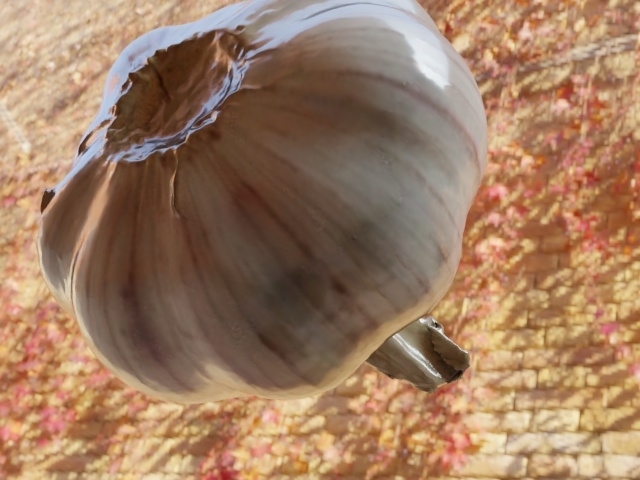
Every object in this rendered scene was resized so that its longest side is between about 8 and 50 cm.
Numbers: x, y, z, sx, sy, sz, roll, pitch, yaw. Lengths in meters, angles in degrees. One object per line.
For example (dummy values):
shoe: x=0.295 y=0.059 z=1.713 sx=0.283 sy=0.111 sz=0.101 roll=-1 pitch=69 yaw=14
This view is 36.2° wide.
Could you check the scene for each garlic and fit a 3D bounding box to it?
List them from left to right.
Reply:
garlic: x=0.000 y=0.000 z=0.529 sx=0.245 sy=0.245 sz=0.253 roll=-14 pitch=-47 yaw=37
